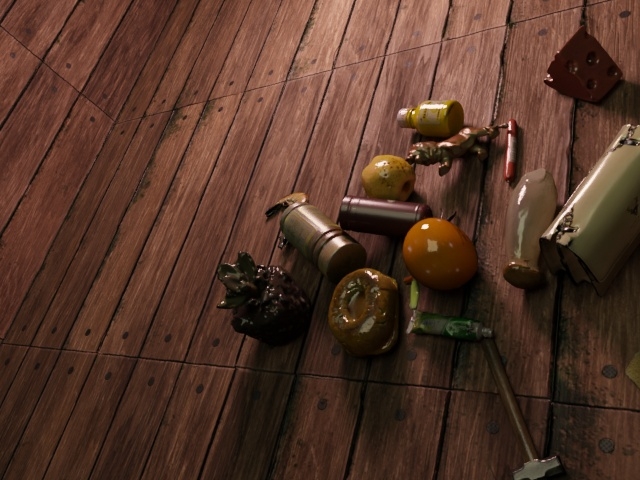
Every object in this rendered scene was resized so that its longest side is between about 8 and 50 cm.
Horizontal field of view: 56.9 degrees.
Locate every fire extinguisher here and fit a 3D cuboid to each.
[{"bbox_3d":[0.235,-0.072,1.818,0.337,0.114,0.135,9,48,21],"label":"fire extinguisher"}]

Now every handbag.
[{"bbox_3d":[0.698,-0.072,1.423,0.358,0.237,0.160,-52,43,-6],"label":"handbag"}]

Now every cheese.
[{"bbox_3d":[0.750,-0.513,1.765,0.128,0.203,0.177,-50,16,-1],"label":"cheese"}]

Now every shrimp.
[{"bbox_3d":[-0.144,-0.068,2.176,0.198,0.051,0.262,-7,53,41],"label":"shrimp"}]

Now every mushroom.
[{"bbox_3d":[0.559,-0.036,1.582,0.128,0.128,0.350,-2,62,35],"label":"mushroom"}]

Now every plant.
[{"bbox_3d":[-0.185,0.180,1.840,0.213,0.312,0.215,-17,48,22],"label":"plant"}]

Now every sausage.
[{"bbox_3d":[0.579,-0.275,1.798,0.034,0.034,0.253,-6,56,33],"label":"sausage"}]

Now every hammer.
[{"bbox_3d":[0.457,0.393,1.409,0.111,0.043,0.365,-27,46,18],"label":"hammer"}]

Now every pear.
[{"bbox_3d":[0.216,-0.195,1.913,0.178,0.178,0.178,-19,50,25],"label":"pear"}]

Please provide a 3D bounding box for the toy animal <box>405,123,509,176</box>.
[{"bbox_3d":[0.417,-0.298,1.859,0.312,0.097,0.157,-24,38,-12],"label":"toy animal"}]

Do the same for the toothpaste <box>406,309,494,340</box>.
[{"bbox_3d":[0.348,0.233,1.599,0.248,0.047,0.078,4,60,40],"label":"toothpaste"}]

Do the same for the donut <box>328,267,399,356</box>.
[{"bbox_3d":[0.124,0.209,1.721,0.209,0.128,0.261,-17,50,27],"label":"donut"}]

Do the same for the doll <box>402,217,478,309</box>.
[{"bbox_3d":[0.308,0.058,1.654,0.236,0.213,0.213,-45,43,21],"label":"doll"}]

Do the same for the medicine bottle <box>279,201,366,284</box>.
[{"bbox_3d":[0.000,0.000,1.941,0.151,0.151,0.322,-47,44,-1],"label":"medicine bottle"}]

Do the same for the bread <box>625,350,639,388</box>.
[{"bbox_3d":[0.743,0.276,1.299,0.109,0.080,0.084,-14,42,-19],"label":"bread"}]

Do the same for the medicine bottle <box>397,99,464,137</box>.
[{"bbox_3d":[0.363,-0.410,1.989,0.213,0.122,0.121,12,67,41],"label":"medicine bottle"}]
